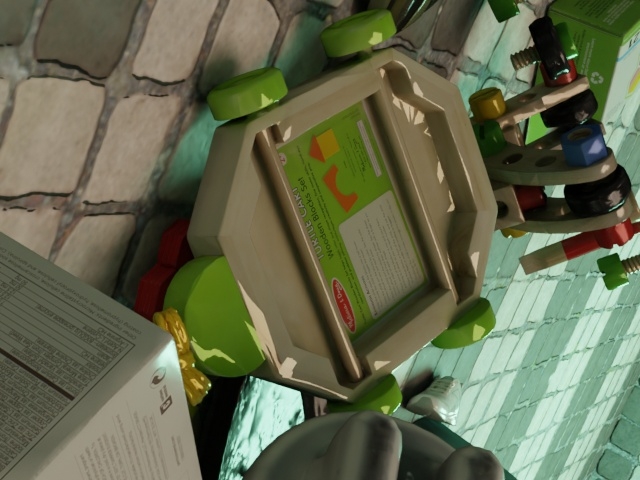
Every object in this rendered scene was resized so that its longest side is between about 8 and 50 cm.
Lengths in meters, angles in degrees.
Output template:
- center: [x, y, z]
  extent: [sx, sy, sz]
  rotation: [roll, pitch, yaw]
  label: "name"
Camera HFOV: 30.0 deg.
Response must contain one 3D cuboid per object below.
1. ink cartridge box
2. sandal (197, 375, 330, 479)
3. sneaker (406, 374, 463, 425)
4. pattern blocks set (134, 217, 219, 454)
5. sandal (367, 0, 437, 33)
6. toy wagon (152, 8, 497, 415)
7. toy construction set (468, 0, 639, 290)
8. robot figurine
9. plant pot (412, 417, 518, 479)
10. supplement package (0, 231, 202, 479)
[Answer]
- center: [0.335, -0.193, 1.427]
  extent: [0.189, 0.097, 0.255]
  rotation: [-43, 148, -37]
  label: "ink cartridge box"
- center: [0.010, 0.069, 0.988]
  extent: [0.167, 0.107, 0.446]
  rotation: [23, 87, -66]
  label: "sandal"
- center: [0.148, 0.199, 1.520]
  extent: [0.152, 0.053, 0.061]
  rotation: [32, 77, -72]
  label: "sneaker"
- center: [-0.127, 0.171, 0.913]
  extent: [0.285, 0.026, 0.325]
  rotation: [58, 50, -62]
  label: "pattern blocks set"
- center: [0.106, -0.297, 0.900]
  extent: [0.303, 0.086, 0.120]
  rotation: [-57, 165, 23]
  label: "sandal"
- center: [0.000, 0.000, 0.865]
  extent: [0.344, 0.068, 0.267]
  rotation: [-33, 111, -36]
  label: "toy wagon"
- center: [0.183, -0.043, 1.188]
  extent: [0.237, 0.258, 0.309]
  rotation: [-22, 139, 14]
  label: "toy construction set"
- center: [0.005, 0.255, 0.844]
  extent: [0.353, 0.299, 0.200]
  rotation: [118, -8, -49]
  label: "robot figurine"
- center: [0.177, 0.415, 1.564]
  extent: [0.293, 0.235, 0.293]
  rotation: [-45, 151, -35]
  label: "plant pot"
- center: [-0.214, 0.144, 0.566]
  extent: [0.263, 0.198, 0.199]
  rotation: [-47, 152, -32]
  label: "supplement package"
